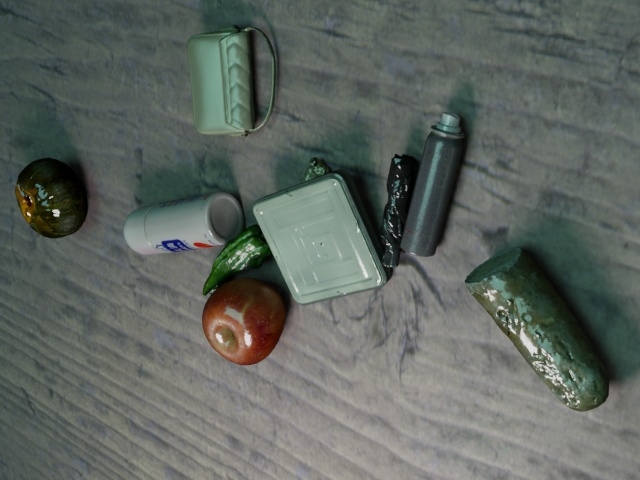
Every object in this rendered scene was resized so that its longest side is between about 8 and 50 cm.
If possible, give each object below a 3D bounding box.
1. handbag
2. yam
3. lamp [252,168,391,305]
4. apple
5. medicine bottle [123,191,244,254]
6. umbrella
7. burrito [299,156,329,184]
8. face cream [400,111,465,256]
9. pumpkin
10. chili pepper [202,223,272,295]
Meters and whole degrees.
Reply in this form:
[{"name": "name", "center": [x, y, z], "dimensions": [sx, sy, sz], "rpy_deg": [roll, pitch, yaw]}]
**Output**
[{"name": "handbag", "center": [-0.194, -0.364, 1.864], "dimensions": [0.219, 0.079, 0.255], "rpy_deg": [1, 99, 27]}, {"name": "yam", "center": [0.396, 0.160, 1.461], "dimensions": [0.133, 0.133, 0.330], "rpy_deg": [-44, 72, 34]}, {"name": "lamp", "center": [0.000, 0.000, 1.761], "dimensions": [0.269, 0.047, 0.266], "rpy_deg": [-17, 102, 39]}, {"name": "apple", "center": [-0.172, 0.183, 1.887], "dimensions": [0.201, 0.162, 0.201], "rpy_deg": [16, 124, 26]}, {"name": "medicine bottle", "center": [-0.354, -0.037, 2.004], "dimensions": [0.341, 0.130, 0.130], "rpy_deg": [-6, 94, 38]}, {"name": "umbrella", "center": [0.153, -0.058, 1.647], "dimensions": [0.059, 0.066, 0.235], "rpy_deg": [20, 109, 38]}, {"name": "burrito", "center": [-0.032, -0.105, 1.801], "dimensions": [0.051, 0.042, 0.171], "rpy_deg": [39, 117, 19]}, {"name": "face cream", "center": [0.222, -0.108, 1.582], "dimensions": [0.073, 0.073, 0.283], "rpy_deg": [24, 112, 32]}, {"name": "pumpkin", "center": [-0.752, -0.119, 2.282], "dimensions": [0.238, 0.159, 0.237], "rpy_deg": [32, 138, 34]}, {"name": "chili pepper", "center": [-0.202, 0.056, 1.912], "dimensions": [0.253, 0.099, 0.083], "rpy_deg": [-43, 61, 40]}]
